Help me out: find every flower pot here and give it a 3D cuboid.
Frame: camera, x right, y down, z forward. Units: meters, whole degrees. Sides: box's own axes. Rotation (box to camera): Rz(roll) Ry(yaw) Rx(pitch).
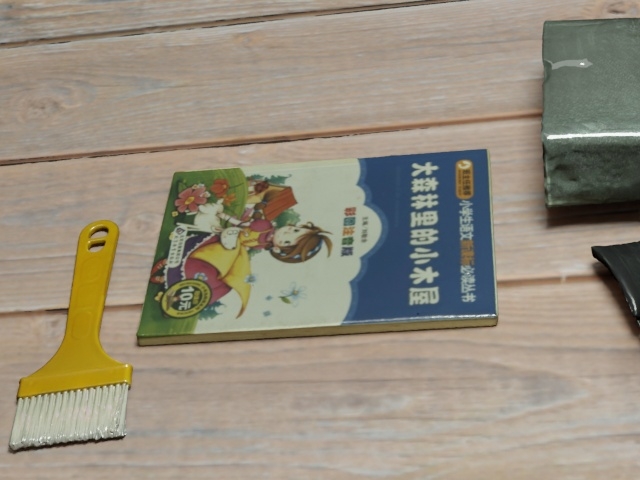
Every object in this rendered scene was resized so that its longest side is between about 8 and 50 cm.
[{"bbox_3d":[0.261,-0.123,1.100,0.108,0.103,0.229,0,44,13],"label":"flower pot"}]

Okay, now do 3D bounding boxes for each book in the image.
[{"bbox_3d":[0.000,0.000,1.099,0.322,0.018,0.228,-5,44,9],"label":"book"}]

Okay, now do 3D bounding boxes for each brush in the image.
[{"bbox_3d":[-0.215,0.074,1.080,0.103,0.013,0.272,-8,43,6],"label":"brush"}]

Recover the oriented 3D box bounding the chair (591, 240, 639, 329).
[{"bbox_3d":[0.305,0.023,0.910,0.140,0.145,0.221,-15,42,-3],"label":"chair"}]
